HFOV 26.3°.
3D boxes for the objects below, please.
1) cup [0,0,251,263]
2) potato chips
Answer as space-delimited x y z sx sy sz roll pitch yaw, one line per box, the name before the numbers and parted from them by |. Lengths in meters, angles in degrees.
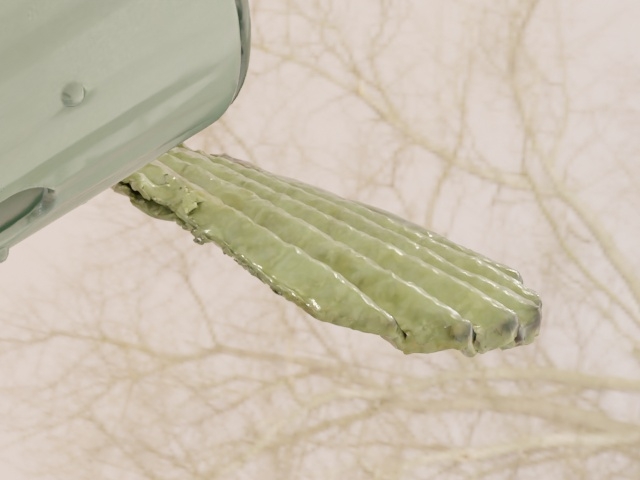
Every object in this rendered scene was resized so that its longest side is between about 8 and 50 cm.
cup | -0.249 -0.058 0.598 0.392 0.310 0.401 -39 -38 -21
potato chips | 0.000 0.000 1.144 0.358 0.429 0.070 10 -76 -55
